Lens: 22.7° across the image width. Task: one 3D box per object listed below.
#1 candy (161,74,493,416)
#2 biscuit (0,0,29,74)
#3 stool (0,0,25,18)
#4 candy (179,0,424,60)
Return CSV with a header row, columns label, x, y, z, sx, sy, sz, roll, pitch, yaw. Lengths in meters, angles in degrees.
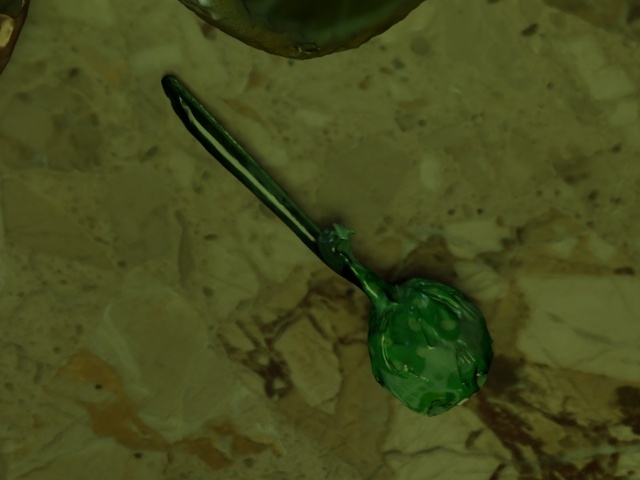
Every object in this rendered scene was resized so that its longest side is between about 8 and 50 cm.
label,x,y,z,sx,sy,sz,roll,pitch,yaw
candy,0.002,-0.001,1.149,0.097,0.097,0.323,-43,102,14
biscuit,-0.404,-0.169,0.991,0.455,0.078,0.350,-9,104,-18
stool,-0.239,-0.154,0.941,0.121,0.217,0.125,4,162,-44
candy,0.002,-0.235,0.966,0.260,0.118,0.260,-27,138,-27
